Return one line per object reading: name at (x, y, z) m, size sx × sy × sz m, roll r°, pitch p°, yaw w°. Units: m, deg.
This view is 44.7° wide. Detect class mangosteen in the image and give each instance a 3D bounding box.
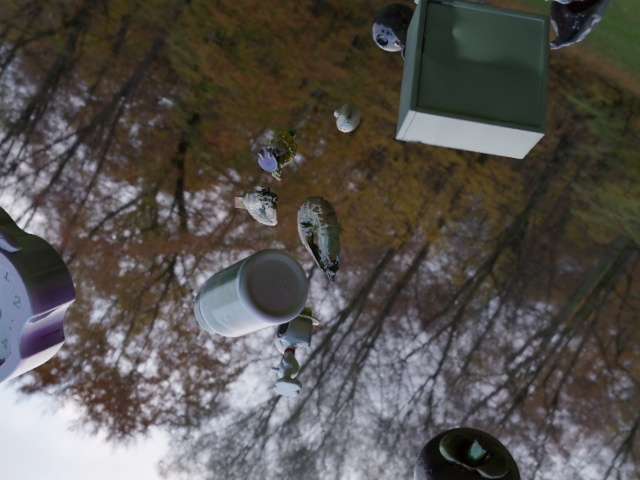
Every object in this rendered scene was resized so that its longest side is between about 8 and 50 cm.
mangosteen at (0.307, 0.479, 1.578) m, size 0.216 × 0.216 × 0.216 m, roll 28°, pitch -162°, yaw -10°

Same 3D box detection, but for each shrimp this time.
shrimp at (0.000, 0.000, 2.308) m, size 0.061 × 0.145 × 0.267 m, roll -31°, pitch -73°, yaw -56°
shrimp at (-0.145, -0.093, 2.051) m, size 0.115 × 0.051 × 0.217 m, roll 42°, pitch 159°, yaw -9°

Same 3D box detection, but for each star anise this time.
star anise at (0.508, -0.503, 1.489) m, size 0.139 × 0.315 × 0.359 m, roll 9°, pitch -133°, yaw 27°

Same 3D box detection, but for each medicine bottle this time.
medicine bottle at (-0.138, 0.104, 1.424) m, size 0.134 × 0.133 × 0.274 m, roll 24°, pitch 158°, yaw -22°

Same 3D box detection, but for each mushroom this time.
mushroom at (0.072, -0.334, 2.099) m, size 0.067 × 0.083 × 0.083 m, roll 33°, pitch -162°, yaw 15°

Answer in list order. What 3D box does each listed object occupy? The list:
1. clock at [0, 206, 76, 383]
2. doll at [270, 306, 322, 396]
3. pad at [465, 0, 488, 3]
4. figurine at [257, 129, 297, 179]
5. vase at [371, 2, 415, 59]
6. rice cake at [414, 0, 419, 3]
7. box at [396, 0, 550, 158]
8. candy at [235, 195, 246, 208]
clock at (-0.590, 0.083, 1.394) m, size 0.339 × 0.338 × 0.102 m, roll 37°, pitch -150°, yaw 18°
doll at (-0.078, 0.341, 2.473) m, size 0.144 × 0.208 × 0.271 m, roll 14°, pitch -149°, yaw -10°
pad at (0.317, -0.490, 1.468) m, size 0.003 × 0.143 × 0.211 m, roll 65°, pitch 163°, yaw 7°
figurine at (-0.113, -0.255, 2.317) m, size 0.095 × 0.114 × 0.156 m, roll 4°, pitch -141°, yaw 27°
vase at (0.193, -0.489, 1.856) m, size 0.120 × 0.120 × 0.182 m, roll 19°, pitch -150°, yaw -32°
rice cake at (0.297, -0.730, 2.152) m, size 0.033 × 0.170 × 0.029 m, roll 37°, pitch -133°, yaw 22°
box at (0.257, -0.272, 1.323) m, size 0.225 × 0.224 × 0.117 m, roll 9°, pitch 161°, yaw -4°
candy at (-0.214, -0.120, 2.494) m, size 0.122 × 0.038 × 0.062 m, roll 9°, pitch -169°, yaw 44°
